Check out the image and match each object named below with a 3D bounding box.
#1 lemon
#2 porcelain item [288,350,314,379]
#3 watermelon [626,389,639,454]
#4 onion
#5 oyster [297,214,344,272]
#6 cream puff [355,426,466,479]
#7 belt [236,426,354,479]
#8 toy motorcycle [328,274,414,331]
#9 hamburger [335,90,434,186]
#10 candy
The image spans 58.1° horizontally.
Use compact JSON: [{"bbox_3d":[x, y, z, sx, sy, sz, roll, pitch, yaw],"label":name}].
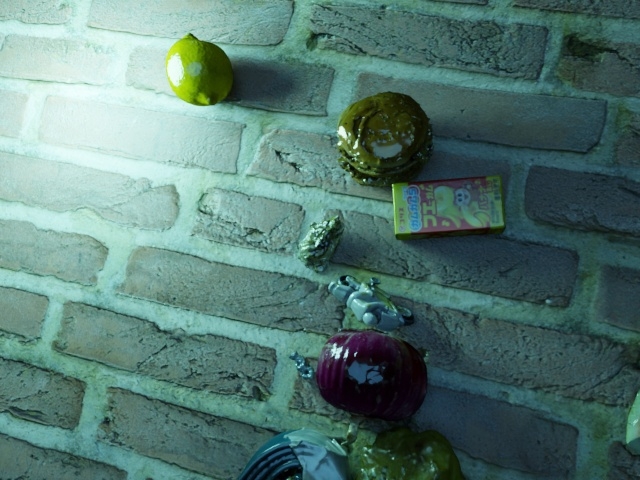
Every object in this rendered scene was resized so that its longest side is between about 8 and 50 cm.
[{"bbox_3d":[-0.345,-0.482,1.643,0.187,0.187,0.244,-27,73,4],"label":"lemon"},{"bbox_3d":[-0.048,0.327,1.502,0.036,0.028,0.083,-41,76,-2],"label":"porcelain item"},{"bbox_3d":[0.816,0.354,1.246,0.310,0.232,0.193,-33,109,-14],"label":"watermelon"},{"bbox_3d":[0.125,0.325,1.370,0.256,0.230,0.272,-15,70,7],"label":"onion"},{"bbox_3d":[-0.002,-0.001,1.550,0.108,0.053,0.165,31,93,25],"label":"oyster"},{"bbox_3d":[0.212,0.567,1.324,0.282,0.185,0.281,-20,54,30],"label":"cream puff"},{"bbox_3d":[-0.083,0.672,1.366,0.300,0.173,0.436,25,88,6],"label":"belt"},{"bbox_3d":[0.126,0.163,1.448,0.229,0.151,0.074,31,119,10],"label":"toy motorcycle"},{"bbox_3d":[0.175,-0.261,1.493,0.261,0.211,0.245,33,81,20],"label":"hamburger"},{"bbox_3d":[0.327,-0.083,1.484,0.276,0.088,0.146,-3,80,11],"label":"candy"}]
